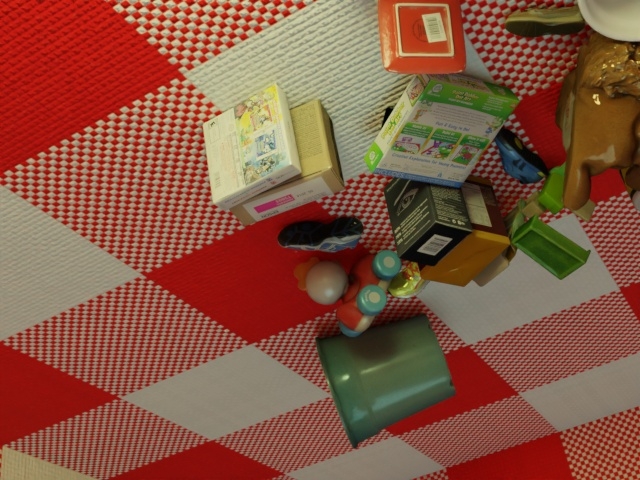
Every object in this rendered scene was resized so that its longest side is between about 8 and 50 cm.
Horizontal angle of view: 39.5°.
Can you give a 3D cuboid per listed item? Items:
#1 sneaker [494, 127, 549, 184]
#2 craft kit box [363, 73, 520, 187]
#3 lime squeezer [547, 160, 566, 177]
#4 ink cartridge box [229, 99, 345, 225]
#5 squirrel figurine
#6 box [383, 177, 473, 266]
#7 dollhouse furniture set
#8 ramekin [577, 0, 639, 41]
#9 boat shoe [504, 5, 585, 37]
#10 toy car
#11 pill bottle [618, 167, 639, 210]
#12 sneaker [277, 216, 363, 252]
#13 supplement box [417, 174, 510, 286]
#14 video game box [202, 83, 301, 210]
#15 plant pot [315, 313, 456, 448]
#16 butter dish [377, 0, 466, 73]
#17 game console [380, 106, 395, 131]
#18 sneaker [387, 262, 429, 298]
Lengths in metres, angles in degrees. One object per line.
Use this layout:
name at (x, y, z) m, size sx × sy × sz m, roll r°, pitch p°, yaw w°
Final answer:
sneaker at (0.440, -0.183, 2.034) m, size 0.082 × 0.069 × 0.209 m, roll -27°, pitch 142°, yaw 30°
craft kit box at (0.253, -0.231, 1.865) m, size 0.250 × 0.061 × 0.246 m, roll 7°, pitch 133°, yaw -34°
lime squeezer at (0.596, -0.143, 2.157) m, size 0.110 × 0.059 × 0.310 m, roll -37°, pitch 146°, yaw -13°
ink cartridge box at (-0.081, -0.159, 1.831) m, size 0.235 × 0.193 × 0.088 m, roll -19°, pitch 144°, yaw 14°
squirrel figurine at (0.682, -0.268, 1.755) m, size 0.370 × 0.281 × 0.397 m, roll 4°, pitch 134°, yaw 5°
box at (0.240, -0.071, 2.022) m, size 0.108 × 0.207 × 0.153 m, roll 13°, pitch 141°, yaw -28°
dollhouse furniture set at (0.511, 0.007, 2.137) m, size 0.151 × 0.197 × 0.301 m, roll 34°, pitch 145°, yaw -4°
ramekin at (0.569, -0.494, 1.536) m, size 0.277 × 0.135 × 0.277 m, roll -2°, pitch 142°, yaw -2°
boat shoe at (0.428, -0.425, 1.710) m, size 0.153 × 0.048 × 0.056 m, roll -2°, pitch 158°, yaw 1°
toy car at (0.052, 0.102, 2.294) m, size 0.238 × 0.210 × 0.219 m, roll 27°, pitch 154°, yaw -2°
pill bottle at (0.722, -0.176, 1.987) m, size 0.119 × 0.208 × 0.119 m, roll -6°, pitch 145°, yaw -5°
sneaker at (0.000, 0.000, 2.180) m, size 0.211 × 0.080 × 0.081 m, roll -3°, pitch 142°, yaw -7°
supplement box at (0.322, -0.027, 2.116) m, size 0.129 × 0.194 × 0.191 m, roll 11°, pitch 140°, yaw -26°
video game box at (-0.139, -0.186, 1.770) m, size 0.187 × 0.205 × 0.048 m, roll -26°, pitch 146°, yaw 23°
plant pot at (0.196, 0.385, 2.597) m, size 0.334 × 0.341 × 0.341 m, roll -21°, pitch 145°, yaw 2°
butter dish at (0.178, -0.368, 1.658) m, size 0.160 × 0.160 × 0.118 m, roll -2°, pitch 168°, yaw -9°
game console at (0.194, -0.248, 1.929) m, size 0.107 × 0.071 × 0.122 m, roll -30°, pitch 154°, yaw -25°
sneaker at (0.259, 0.071, 2.338) m, size 0.208 × 0.081 × 0.094 m, roll -33°, pitch 136°, yaw -6°
